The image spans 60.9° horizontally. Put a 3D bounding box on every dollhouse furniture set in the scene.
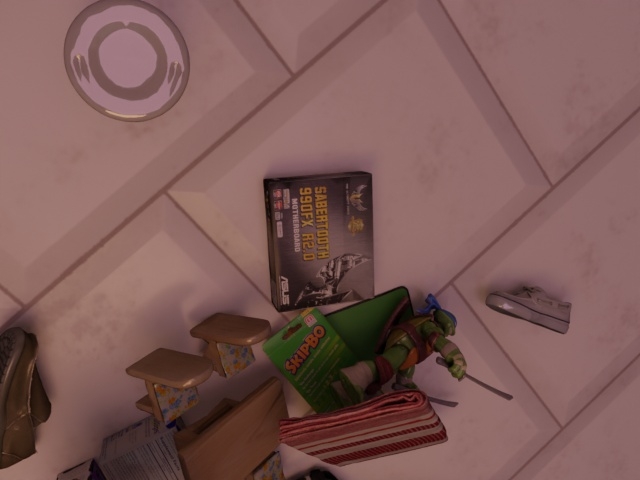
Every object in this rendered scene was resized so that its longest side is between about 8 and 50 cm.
[{"bbox_3d":[-0.152,0.358,0.797,0.394,0.257,0.361,-29,114,-48],"label":"dollhouse furniture set"}]

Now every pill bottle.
[{"bbox_3d":[-0.249,-0.229,0.721,0.137,0.246,0.136,-4,105,-16],"label":"pill bottle"}]

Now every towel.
[{"bbox_3d":[0.090,0.332,0.944,0.237,0.037,0.329,-16,148,10],"label":"towel"}]

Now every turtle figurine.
[{"bbox_3d":[0.171,0.253,0.970,0.267,0.198,0.274,-21,100,-21],"label":"turtle figurine"}]

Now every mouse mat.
[{"bbox_3d":[0.099,0.184,1.057,0.190,0.007,0.152,-19,108,-11],"label":"mouse mat"}]

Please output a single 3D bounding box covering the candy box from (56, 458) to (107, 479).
[{"bbox_3d":[-0.372,0.487,0.882,0.070,0.196,0.164,-24,109,-10],"label":"candy box"}]

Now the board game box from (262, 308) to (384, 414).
[{"bbox_3d":[0.008,0.245,1.021,0.124,0.039,0.259,-39,114,-7],"label":"board game box"}]

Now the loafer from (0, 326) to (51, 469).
[{"bbox_3d":[-0.476,0.248,0.861,0.088,0.094,0.251,3,113,-43],"label":"loafer"}]

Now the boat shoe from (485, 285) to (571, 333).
[{"bbox_3d":[0.427,0.128,1.115,0.226,0.083,0.075,21,84,-32],"label":"boat shoe"}]

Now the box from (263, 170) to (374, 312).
[{"bbox_3d":[0.000,0.000,0.955,0.183,0.056,0.230,-6,105,-15],"label":"box"}]

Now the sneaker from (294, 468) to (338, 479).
[{"bbox_3d":[0.018,0.556,1.081,0.121,0.079,0.216,-23,107,-9],"label":"sneaker"}]

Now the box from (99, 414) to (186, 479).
[{"bbox_3d":[-0.290,0.382,0.949,0.137,0.072,0.126,-24,109,-10],"label":"box"}]
